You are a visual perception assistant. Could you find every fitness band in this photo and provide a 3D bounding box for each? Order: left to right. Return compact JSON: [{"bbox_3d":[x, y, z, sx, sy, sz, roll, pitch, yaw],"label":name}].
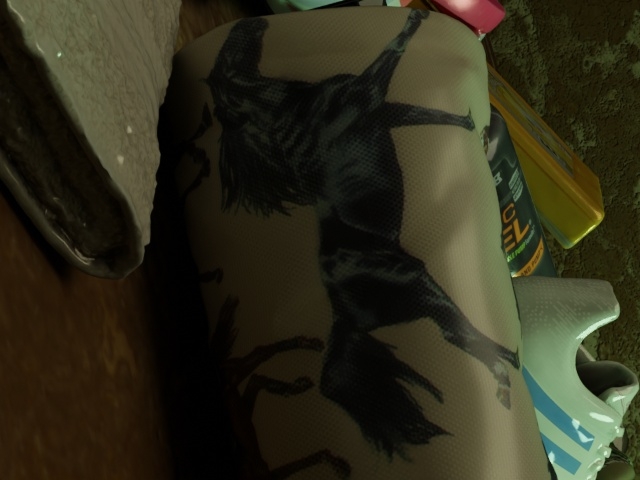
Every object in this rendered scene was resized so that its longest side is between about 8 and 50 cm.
[{"bbox_3d":[0.085,-0.270,1.233,0.209,0.054,0.291,44,13,-4],"label":"fitness band"}]

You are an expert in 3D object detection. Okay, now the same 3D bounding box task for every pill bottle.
[{"bbox_3d":[0.108,-0.032,1.087,0.130,0.130,0.246,-87,156,-53],"label":"pill bottle"}]

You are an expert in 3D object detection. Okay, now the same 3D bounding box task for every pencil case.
[{"bbox_3d":[0.034,0.086,0.592,0.183,0.159,0.410,60,18,-72],"label":"pencil case"}]

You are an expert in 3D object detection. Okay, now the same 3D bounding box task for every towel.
[{"bbox_3d":[-0.120,-0.144,0.467,0.187,0.049,0.282,-89,159,-48],"label":"towel"}]

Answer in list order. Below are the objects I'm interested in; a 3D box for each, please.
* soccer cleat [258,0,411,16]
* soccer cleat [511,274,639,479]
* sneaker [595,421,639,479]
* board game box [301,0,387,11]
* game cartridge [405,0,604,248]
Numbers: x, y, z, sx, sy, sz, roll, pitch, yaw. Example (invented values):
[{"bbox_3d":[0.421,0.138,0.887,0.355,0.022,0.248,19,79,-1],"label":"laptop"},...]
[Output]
[{"bbox_3d":[-0.009,-0.199,0.813,0.318,0.116,0.109,22,47,-73],"label":"soccer cleat"},{"bbox_3d":[0.194,0.173,1.073,0.116,0.143,0.331,-98,179,-57],"label":"soccer cleat"},{"bbox_3d":[0.228,0.193,1.354,0.182,0.158,0.410,62,8,-2],"label":"sneaker"},{"bbox_3d":[0.018,-0.047,0.779,0.026,0.126,0.186,-27,105,-35],"label":"board game box"},{"bbox_3d":[0.149,-0.146,1.265,0.324,0.052,0.285,48,15,-1],"label":"game cartridge"}]
